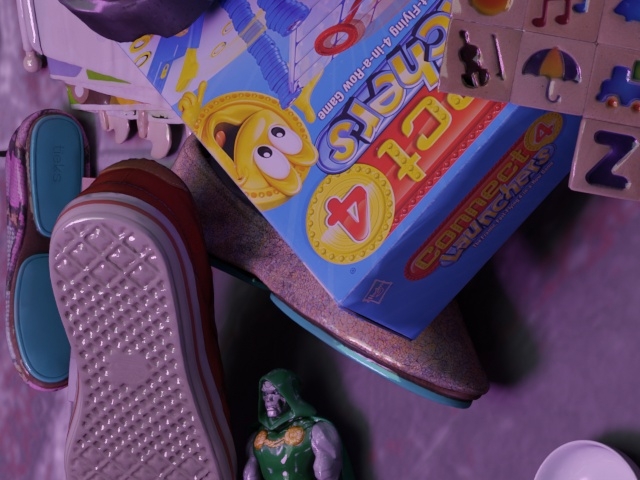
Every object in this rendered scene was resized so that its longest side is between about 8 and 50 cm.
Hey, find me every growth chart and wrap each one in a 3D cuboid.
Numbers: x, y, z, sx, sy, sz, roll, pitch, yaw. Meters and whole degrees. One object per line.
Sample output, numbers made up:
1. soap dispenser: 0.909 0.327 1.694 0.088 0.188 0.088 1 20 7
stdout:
1. growth chart: -0.166 -0.159 1.444 0.237 0.021 0.172 25 125 43

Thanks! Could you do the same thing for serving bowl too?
1. serving bowl: 0.162 0.157 1.122 0.083 0.027 0.083 -4 84 44

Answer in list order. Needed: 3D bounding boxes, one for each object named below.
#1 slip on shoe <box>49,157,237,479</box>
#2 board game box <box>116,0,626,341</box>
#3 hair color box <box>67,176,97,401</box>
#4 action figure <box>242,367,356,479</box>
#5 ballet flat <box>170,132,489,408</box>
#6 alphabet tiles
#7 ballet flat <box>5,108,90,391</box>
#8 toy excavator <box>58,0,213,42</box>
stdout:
1. slip on shoe: -0.111 0.089 1.291 0.123 0.101 0.331 5 127 12
2. board game box: 0.050 -0.154 1.151 0.308 0.086 0.302 -49 54 10
3. hair color box: -0.133 0.039 1.407 0.093 0.053 0.167 3 89 46
4. action figure: -0.013 0.199 1.270 0.137 0.063 0.232 -12 82 33
5. ballet flat: 0.000 0.000 1.244 0.316 0.107 0.106 29 100 41
6. alphabet tiles: 0.187 -0.116 1.013 0.237 0.009 0.198 10 101 4
7. ballet flat: -0.211 0.011 1.483 0.079 0.077 0.221 -28 62 60
8. toy excavator: 0.018 -0.358 1.090 0.445 0.222 0.433 -8 68 17
